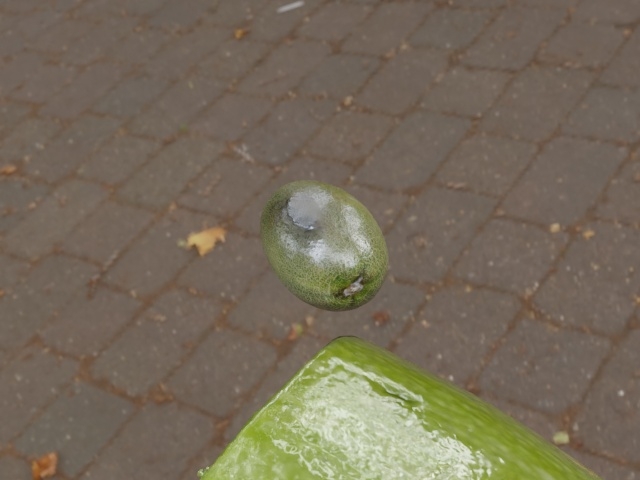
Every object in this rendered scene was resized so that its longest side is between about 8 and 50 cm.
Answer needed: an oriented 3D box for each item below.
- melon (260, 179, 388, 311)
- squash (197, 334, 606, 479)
[{"bbox_3d":[0.000,0.000,0.949,0.099,0.099,0.162,-26,36,-9],"label":"melon"},{"bbox_3d":[0.041,0.078,0.399,0.184,0.085,0.192,-1,-7,5],"label":"squash"}]
